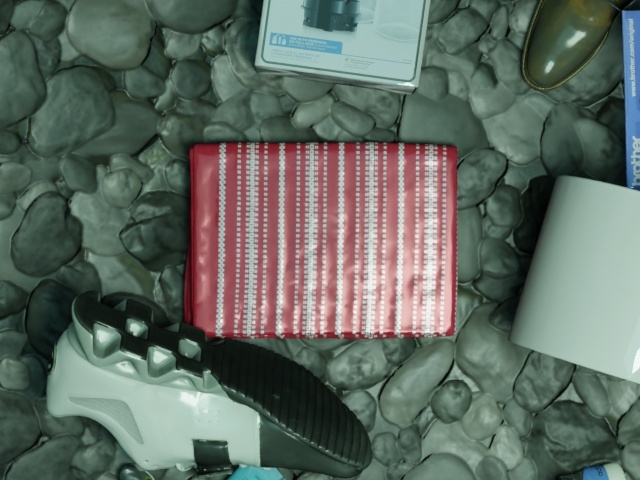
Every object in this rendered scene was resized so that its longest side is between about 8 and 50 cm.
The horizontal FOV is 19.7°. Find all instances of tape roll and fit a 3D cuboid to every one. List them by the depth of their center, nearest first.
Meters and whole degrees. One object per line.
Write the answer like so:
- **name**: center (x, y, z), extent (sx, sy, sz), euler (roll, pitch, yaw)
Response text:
- **tape roll**: center (0.316, 0.051, 1.739), extent (0.246, 0.246, 0.169), euler (17, 91, 0)

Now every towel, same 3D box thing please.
- **towel**: center (0.000, 0.000, 1.846), extent (0.275, 0.031, 0.198), euler (0, 90, 0)

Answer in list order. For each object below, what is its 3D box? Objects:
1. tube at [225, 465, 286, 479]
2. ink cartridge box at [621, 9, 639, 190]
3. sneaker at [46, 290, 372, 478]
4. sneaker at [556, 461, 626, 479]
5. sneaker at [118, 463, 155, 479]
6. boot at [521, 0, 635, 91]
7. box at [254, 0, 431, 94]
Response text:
- **tube**: center (-0.114, 0.305, 1.840), extent (0.207, 0.052, 0.080), euler (-41, 94, -5)
- **ink cartridge box**: center (0.439, -0.136, 1.807), extent (0.311, 0.065, 0.185), euler (-2, 90, -11)
- **sneaker**: center (-0.114, 0.175, 1.814), extent (0.331, 0.122, 0.146), euler (24, 115, -7)
- **sneaker**: center (0.270, 0.302, 1.828), extent (0.085, 0.058, 0.152), euler (-10, 86, -5)
- **sneaker**: center (-0.173, 0.260, 1.843), extent (0.031, 0.035, 0.083), euler (-38, 90, -1)
- **boot**: center (0.270, -0.246, 1.807), extent (0.082, 0.106, 0.219), euler (33, 90, 0)
- **box**: center (0.033, -0.300, 1.818), extent (0.169, 0.087, 0.289), euler (9, 90, 0)
